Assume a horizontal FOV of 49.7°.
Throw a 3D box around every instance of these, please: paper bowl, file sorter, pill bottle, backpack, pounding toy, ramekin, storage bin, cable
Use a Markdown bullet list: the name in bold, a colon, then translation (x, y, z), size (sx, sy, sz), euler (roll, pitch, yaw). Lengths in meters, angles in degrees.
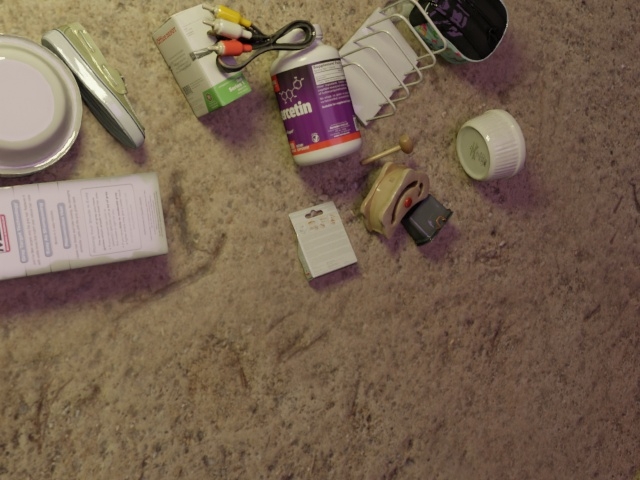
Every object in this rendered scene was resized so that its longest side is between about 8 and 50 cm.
- **paper bowl**: translation (-0.627, -0.272, 1.392), size (0.284, 0.148, 0.285), euler (0, 89, -29)
- **file sorter**: translation (0.177, -0.478, 1.838), size (0.193, 0.173, 0.278), euler (46, 69, -22)
- **pill bottle**: translation (-0.018, -0.358, 1.721), size (0.181, 0.181, 0.323), euler (-21, 100, -28)
- **backpack**: translation (0.390, -0.623, 1.945), size (0.253, 0.191, 0.225), euler (34, 85, -17)
- **pounding toy**: translation (0.192, -0.147, 1.908), size (0.270, 0.154, 0.154), euler (-60, 144, -6)
- **ramekin**: translation (0.485, -0.269, 2.003), size (0.108, 0.207, 0.207), euler (-19, 99, -20)
- **storage bin**: translation (0.300, -0.064, 1.961), size (0.091, 0.098, 0.135), euler (44, 69, -11)
- **cable**: translation (-0.129, -0.442, 1.534), size (0.287, 0.072, 0.140), euler (-4, 87, -27)

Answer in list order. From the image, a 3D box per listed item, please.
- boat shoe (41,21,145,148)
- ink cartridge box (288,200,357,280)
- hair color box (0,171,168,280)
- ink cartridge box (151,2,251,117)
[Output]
- **boat shoe**: translation (-0.472, -0.340, 1.504), size (0.094, 0.109, 0.302), euler (-44, 108, -24)
- **ink cartridge box**: translation (0.000, 0.000, 1.825), size (0.145, 0.045, 0.179), euler (-19, 81, -28)
- **hair color box**: translation (-0.529, -0.032, 1.467), size (0.374, 0.113, 0.186), euler (-10, 95, -30)
- **ink cartridge box**: translation (-0.275, -0.409, 1.584), size (0.092, 0.160, 0.220), euler (-36, 107, -27)
